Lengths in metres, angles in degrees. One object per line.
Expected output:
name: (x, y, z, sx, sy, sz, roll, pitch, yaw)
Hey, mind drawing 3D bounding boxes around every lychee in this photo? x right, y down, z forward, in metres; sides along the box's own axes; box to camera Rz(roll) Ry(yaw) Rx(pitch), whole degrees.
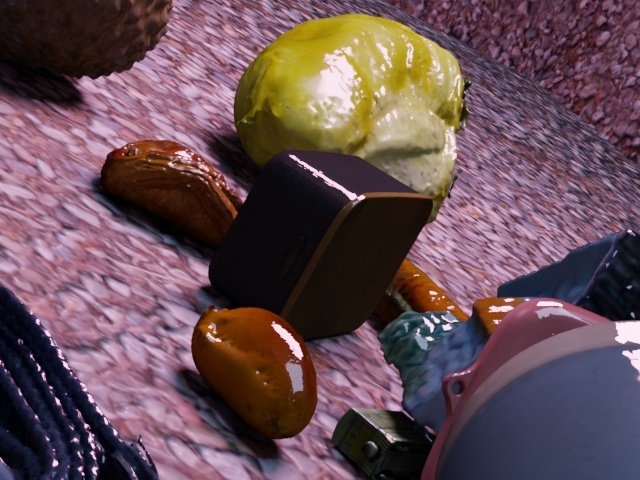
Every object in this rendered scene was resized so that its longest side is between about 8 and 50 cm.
lychee: (-0.248, -0.281, 1.601, 0.274, 0.255, 0.255, 43, 9, -28)

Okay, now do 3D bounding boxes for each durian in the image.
durian: (0.038, -0.136, 1.849, 0.339, 0.204, 0.256, 20, 32, -41)

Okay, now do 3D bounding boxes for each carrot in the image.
carrot: (0.096, 0.079, 1.543, 0.070, 0.070, 0.260, 23, 15, -35)

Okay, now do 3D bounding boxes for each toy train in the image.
toy train: (0.051, 0.153, 1.259, 0.056, 0.038, 0.093, 36, 13, 31)

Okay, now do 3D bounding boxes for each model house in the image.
model house: (0.221, 0.102, 1.299, 0.261, 0.241, 0.226, 41, 15, -20)

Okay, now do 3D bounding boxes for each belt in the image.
belt: (-0.160, 0.114, 0.778, 0.122, 0.128, 0.218, -18, 38, -22)

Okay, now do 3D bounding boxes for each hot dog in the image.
hot dog: (-0.119, -0.043, 1.471, 0.147, 0.065, 0.099, 27, 6, -17)

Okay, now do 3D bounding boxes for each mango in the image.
mango: (-0.043, 0.094, 1.190, 0.077, 0.063, 0.127, -17, 45, -24)

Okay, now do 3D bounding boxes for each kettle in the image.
kettle: (0.217, 0.250, 0.922, 0.319, 0.247, 0.342, 31, 24, -13)

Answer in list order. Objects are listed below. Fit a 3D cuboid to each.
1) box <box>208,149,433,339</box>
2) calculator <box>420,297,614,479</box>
box: (0.000, 0.000, 1.433, 0.090, 0.144, 0.201, 35, 15, 20)
calculator: (0.214, 0.182, 1.173, 0.329, 0.220, 0.048, 33, -13, -18)
